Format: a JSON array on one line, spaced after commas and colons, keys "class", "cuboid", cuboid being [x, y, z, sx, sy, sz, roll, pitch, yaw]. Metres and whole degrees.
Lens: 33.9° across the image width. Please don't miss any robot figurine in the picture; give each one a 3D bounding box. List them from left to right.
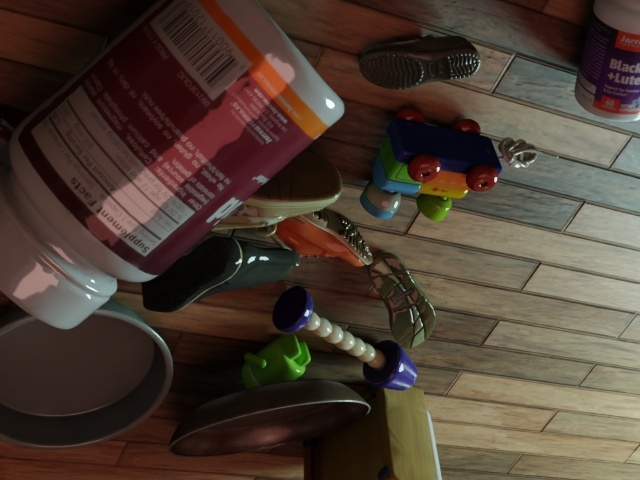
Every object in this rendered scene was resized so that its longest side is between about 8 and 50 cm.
[{"class": "robot figurine", "cuboid": [-0.070, 0.192, 1.585, 0.115, 0.067, 0.101, -36, 134, 16]}]

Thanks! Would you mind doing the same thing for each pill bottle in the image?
[{"class": "pill bottle", "cuboid": [-0.187, -0.097, 1.140, 0.392, 0.224, 0.224, -40, 131, 6]}, {"class": "pill bottle", "cuboid": [0.386, -0.254, 1.307, 0.108, 0.108, 0.193, -8, 133, -11]}]

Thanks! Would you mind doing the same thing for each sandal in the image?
[{"class": "sandal", "cuboid": [0.119, 0.085, 1.571, 0.072, 0.049, 0.180, -28, 119, 0]}]

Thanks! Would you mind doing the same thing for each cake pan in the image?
[{"class": "cake pan", "cuboid": [-0.358, 0.185, 1.491, 0.293, 0.054, 0.293, -9, 133, -10]}]

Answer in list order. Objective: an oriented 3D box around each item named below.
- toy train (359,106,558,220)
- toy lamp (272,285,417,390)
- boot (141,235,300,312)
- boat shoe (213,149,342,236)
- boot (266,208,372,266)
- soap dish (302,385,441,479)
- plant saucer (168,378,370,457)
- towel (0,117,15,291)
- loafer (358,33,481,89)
[{"class": "toy train", "cuboid": [0.183, -0.080, 1.409, 0.248, 0.105, 0.143, 8, 138, -25]}, {"class": "toy lamp", "cuboid": [0.046, 0.156, 1.588, 0.080, 0.080, 0.275, -41, 128, 19]}, {"class": "boot", "cuboid": [-0.136, 0.054, 1.419, 0.198, 0.076, 0.137, -19, 163, 41]}, {"class": "boat shoe", "cuboid": [-0.117, -0.061, 1.328, 0.285, 0.104, 0.089, 1, 139, -5]}, {"class": "boot", "cuboid": [0.000, 0.000, 1.447, 0.158, 0.059, 0.085, 35, 117, -29]}, {"class": "soap dish", "cuboid": [0.074, 0.372, 1.662, 0.229, 0.291, 0.118, -40, 112, 19]}, {"class": "plant saucer", "cuboid": [-0.081, 0.268, 1.593, 0.311, 0.050, 0.310, -12, 161, -4]}, {"class": "towel", "cuboid": [-0.448, 0.007, 1.272, 0.329, 0.037, 0.237, -32, 145, 6]}, {"class": "loafer", "cuboid": [0.121, -0.222, 1.291, 0.148, 0.050, 0.056, -1, 129, 3]}]
